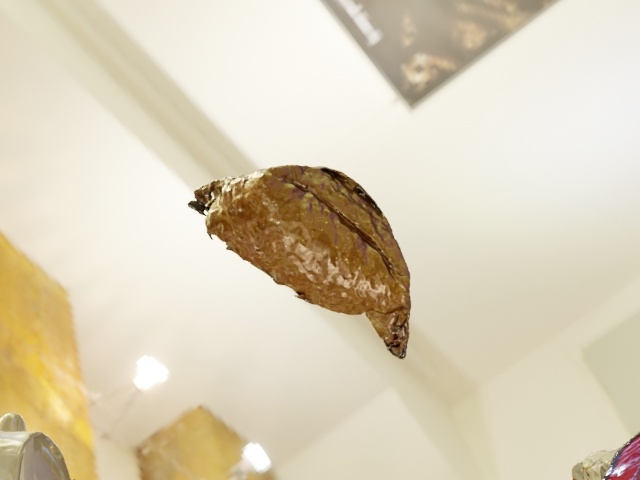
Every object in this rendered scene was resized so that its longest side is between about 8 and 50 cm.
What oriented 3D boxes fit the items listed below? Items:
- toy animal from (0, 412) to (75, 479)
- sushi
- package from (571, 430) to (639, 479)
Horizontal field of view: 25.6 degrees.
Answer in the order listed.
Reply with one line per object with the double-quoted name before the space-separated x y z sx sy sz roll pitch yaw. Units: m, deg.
"toy animal" -0.285 0.181 0.978 0.104 0.221 0.130 12 -112 -73
"sushi" 0.000 0.000 1.540 0.287 0.140 0.149 32 -135 -10
"package" 0.272 0.190 1.169 0.071 0.194 0.269 57 151 12
